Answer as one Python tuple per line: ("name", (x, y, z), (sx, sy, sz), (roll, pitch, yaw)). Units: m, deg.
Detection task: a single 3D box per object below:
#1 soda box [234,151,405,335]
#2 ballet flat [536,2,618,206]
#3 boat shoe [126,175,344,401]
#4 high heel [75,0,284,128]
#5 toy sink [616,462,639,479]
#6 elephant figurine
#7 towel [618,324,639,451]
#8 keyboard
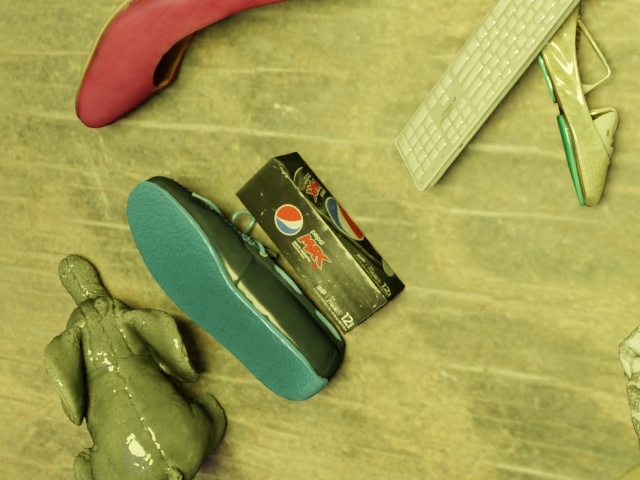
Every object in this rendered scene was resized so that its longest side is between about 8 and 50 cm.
("soda box", (0.000, 0.000, 0.788), (0.060, 0.053, 0.169), (-41, 84, 25))
("ballet flat", (0.209, -0.110, 0.671), (0.053, 0.057, 0.168), (-17, 94, 17))
("boat shoe", (-0.083, 0.042, 0.820), (0.258, 0.089, 0.109), (52, 129, 0))
("high heel", (-0.075, -0.187, 0.756), (0.181, 0.127, 0.377), (39, 129, -12))
("toy sink", (0.322, 0.236, 0.653), (0.153, 0.131, 0.234), (47, 115, 8))
("elephant figurine", (-0.205, 0.130, 0.843), (0.186, 0.169, 0.239), (-15, 99, 32))
("towel", (0.338, 0.134, 0.471), (0.284, 0.121, 0.234), (-17, 108, 21))
("keyboard", (0.141, -0.153, 0.677), (0.256, 0.014, 0.072), (-54, 43, 31))
